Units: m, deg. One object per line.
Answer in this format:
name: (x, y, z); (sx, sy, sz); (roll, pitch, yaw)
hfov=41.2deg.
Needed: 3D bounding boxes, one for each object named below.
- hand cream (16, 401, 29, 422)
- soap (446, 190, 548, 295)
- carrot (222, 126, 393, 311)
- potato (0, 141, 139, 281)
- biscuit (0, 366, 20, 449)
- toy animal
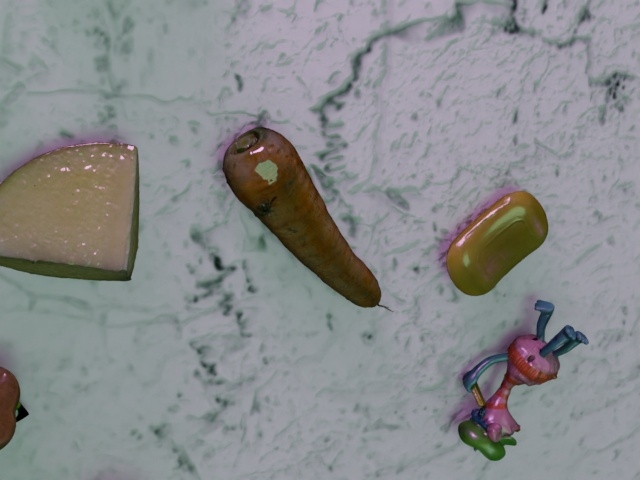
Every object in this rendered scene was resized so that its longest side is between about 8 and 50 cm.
hand cream: (-0.329, 0.135, 0.838); (0.036, 0.023, 0.122); (-23, 120, -11)
soap: (0.208, 0.004, 1.010); (0.140, 0.045, 0.089); (-41, 125, -5)
carrot: (0.000, 0.000, 0.906); (0.078, 0.078, 0.298); (-42, 126, -3)
potato: (-0.242, -0.030, 0.794); (0.149, 0.081, 0.120); (7, 78, -10)
biscuit: (-0.423, 0.202, 0.755); (0.319, 0.047, 0.184); (-17, 80, -17)
toy animal: (0.244, 0.174, 1.081); (0.103, 0.100, 0.208); (31, 106, -9)
